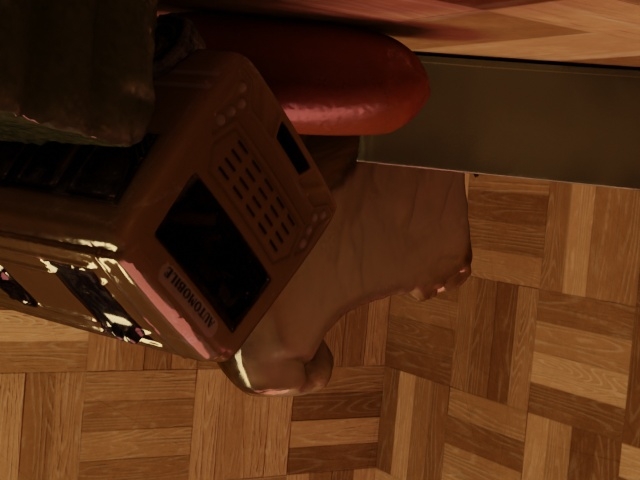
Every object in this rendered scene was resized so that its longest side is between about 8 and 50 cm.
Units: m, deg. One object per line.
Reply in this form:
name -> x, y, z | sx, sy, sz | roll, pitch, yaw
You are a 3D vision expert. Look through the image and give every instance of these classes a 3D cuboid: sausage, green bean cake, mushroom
sausage -> -0.026, -0.104, 0.687 | 0.194, 0.077, 0.077 | 5, -177, -6
green bean cake -> -0.187, -0.095, 0.464 | 0.183, 0.094, 0.185 | 8, -176, 40
mushroom -> -0.044, 0.006, 1.074 | 0.313, 0.225, 0.397 | -1, -162, 30

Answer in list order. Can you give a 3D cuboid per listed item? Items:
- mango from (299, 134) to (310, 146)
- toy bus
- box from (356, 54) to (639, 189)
mango -> -0.123, -0.103, 0.978 | 0.248, 0.151, 0.156 | -3, -145, 28
toy bus -> -0.148, -0.031, 0.632 | 0.289, 0.157, 0.139 | 11, 147, 35
box -> 0.148, -0.090, 0.842 | 0.225, 0.086, 0.129 | 5, -176, 7
